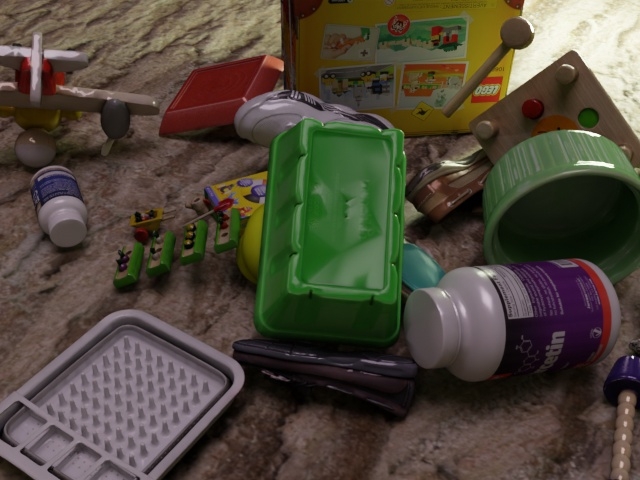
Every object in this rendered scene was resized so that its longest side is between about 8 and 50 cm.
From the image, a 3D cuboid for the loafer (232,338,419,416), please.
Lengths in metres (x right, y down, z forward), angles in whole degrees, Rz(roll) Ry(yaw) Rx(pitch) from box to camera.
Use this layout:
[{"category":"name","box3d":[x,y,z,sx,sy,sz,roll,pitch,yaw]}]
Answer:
[{"category":"loafer","box3d":[0.002,0.219,1.357,0.302,0.095,0.109,6,3,8]}]

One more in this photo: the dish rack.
[{"category":"dish rack","box3d":[-0.307,0.265,1.307,0.285,0.072,0.333,23,45,24]}]

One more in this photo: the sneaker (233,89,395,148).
[{"category":"sneaker","box3d":[0.008,-0.187,1.754,0.366,0.137,0.210,9,39,-19]}]

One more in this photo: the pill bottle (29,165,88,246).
[{"category":"pill bottle","box3d":[-0.510,-0.065,1.668,0.094,0.094,0.169,-15,43,-18]}]

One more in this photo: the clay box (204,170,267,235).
[{"category":"clay box","box3d":[-0.111,-0.085,1.736,0.222,0.053,0.127,-19,44,-21]}]

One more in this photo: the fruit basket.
[{"category":"fruit basket","box3d":[0.000,0.000,1.460,0.283,0.392,0.392,6,40,-6]}]

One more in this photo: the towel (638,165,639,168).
[{"category":"towel","box3d":[0.553,-0.197,1.809,0.325,0.038,0.248,15,9,19]}]

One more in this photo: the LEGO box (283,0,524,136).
[{"category":"LEGO box","box3d":[0.174,-0.434,1.909,0.500,0.372,0.193,-4,41,-7]}]

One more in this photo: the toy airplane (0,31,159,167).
[{"category":"toy airplane","box3d":[-0.593,-0.288,1.795,0.386,0.272,0.384,7,7,27]}]

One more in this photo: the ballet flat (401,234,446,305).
[{"category":"ballet flat","box3d":[0.119,0.036,1.558,0.123,0.123,0.348,-20,49,-23]}]

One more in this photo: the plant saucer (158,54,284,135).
[{"category":"plant saucer","box3d":[-0.233,-0.349,1.983,0.259,0.048,0.258,-6,38,21]}]

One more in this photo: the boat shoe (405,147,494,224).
[{"category":"boat shoe","box3d":[0.314,-0.105,1.739,0.324,0.122,0.120,-20,67,-32]}]

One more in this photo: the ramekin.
[{"category":"ramekin","box3d":[0.432,-0.051,1.517,0.303,0.303,0.148,0,43,-1]}]

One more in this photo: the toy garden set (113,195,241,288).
[{"category":"toy garden set","box3d":[-0.270,-0.024,1.596,0.244,0.049,0.204,-19,32,10]}]

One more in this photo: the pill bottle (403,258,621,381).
[{"category":"pill bottle","box3d":[0.304,0.127,1.365,0.323,0.181,0.181,-4,40,-23]}]

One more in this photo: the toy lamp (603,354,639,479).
[{"category":"toy lamp","box3d":[0.464,0.289,1.302,0.080,0.080,0.275,15,45,15]}]

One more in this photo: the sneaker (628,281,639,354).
[{"category":"sneaker","box3d":[0.606,0.195,1.400,0.182,0.158,0.410,-22,39,40]}]

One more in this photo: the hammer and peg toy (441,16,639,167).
[{"category":"hammer and peg toy","box3d":[0.421,-0.236,1.652,0.361,0.266,0.127,56,28,5]}]

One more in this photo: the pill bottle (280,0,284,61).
[{"category":"pill bottle","box3d":[-0.020,-0.559,2.120,0.162,0.278,0.162,0,41,0]}]
